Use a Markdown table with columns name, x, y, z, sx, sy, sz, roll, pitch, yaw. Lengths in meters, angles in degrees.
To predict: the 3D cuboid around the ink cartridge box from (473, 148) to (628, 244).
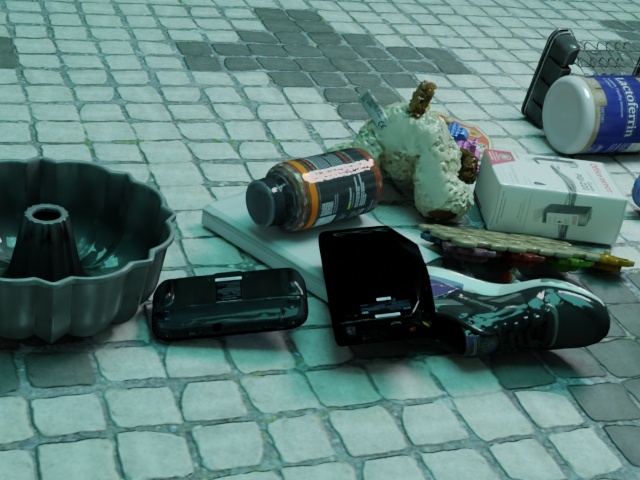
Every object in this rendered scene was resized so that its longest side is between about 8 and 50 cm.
| name | x | y | z | sx | sy | sz | roll | pitch | yaw |
| --- | --- | --- | --- | --- | --- | --- | --- | --- | --- |
| ink cartridge box | 0.381 | -0.074 | 1.750 | 0.218 | 0.092 | 0.158 | 8 | 27 | -6 |

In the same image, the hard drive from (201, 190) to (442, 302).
| name | x | y | z | sx | sy | sz | roll | pitch | yaw |
| --- | --- | --- | --- | --- | --- | --- | --- | --- | --- |
| hard drive | 0.000 | 0.000 | 1.564 | 0.307 | 0.040 | 0.203 | 30 | 35 | 33 |

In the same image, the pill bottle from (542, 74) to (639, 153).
| name | x | y | z | sx | sy | sz | roll | pitch | yaw |
| --- | --- | --- | --- | --- | --- | --- | --- | --- | --- |
| pill bottle | 0.585 | -0.249 | 2.058 | 0.265 | 0.153 | 0.153 | -4 | 32 | -23 |

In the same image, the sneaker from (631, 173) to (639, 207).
| name | x | y | z | sx | sy | sz | roll | pitch | yaw |
| --- | --- | --- | --- | --- | --- | --- | --- | --- | --- |
| sneaker | 0.695 | -0.072 | 1.821 | 0.296 | 0.112 | 0.131 | 2 | 30 | -11 |

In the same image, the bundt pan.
| name | x | y | z | sx | sy | sz | roll | pitch | yaw |
| --- | --- | --- | --- | --- | --- | --- | --- | --- | --- |
| bundt pan | -0.353 | 0.017 | 1.345 | 0.331 | 0.124 | 0.331 | 7 | 30 | -4 |

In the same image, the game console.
| name | x | y | z | sx | sy | sz | roll | pitch | yaw |
| --- | --- | --- | --- | --- | --- | --- | --- | --- | --- |
| game console | -0.038 | 0.064 | 1.362 | 0.361 | 0.044 | 0.213 | -5 | 33 | -2 |

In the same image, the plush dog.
| name | x | y | z | sx | sy | sz | roll | pitch | yaw |
| --- | --- | --- | --- | --- | --- | --- | --- | --- | --- |
| plush dog | 0.153 | -0.157 | 1.768 | 0.262 | 0.210 | 0.225 | 17 | 4 | 10 |

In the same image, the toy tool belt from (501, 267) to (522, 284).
| name | x | y | z | sx | sy | sz | roll | pitch | yaw |
| --- | --- | --- | --- | --- | --- | --- | --- | --- | --- |
| toy tool belt | 0.294 | 0.082 | 1.505 | 0.051 | 0.052 | 0.083 | 31 | 21 | -30 |

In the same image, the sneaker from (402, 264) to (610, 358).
| name | x | y | z | sx | sy | sz | roll | pitch | yaw |
| --- | --- | --- | --- | --- | --- | --- | --- | --- | --- |
| sneaker | 0.232 | 0.118 | 1.374 | 0.283 | 0.107 | 0.124 | 6 | 32 | 13 |

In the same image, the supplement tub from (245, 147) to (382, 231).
| name | x | y | z | sx | sy | sz | roll | pitch | yaw |
| --- | --- | --- | --- | --- | --- | --- | --- | --- | --- |
| supplement tub | -0.011 | -0.073 | 1.538 | 0.198 | 0.106 | 0.106 | -15 | 37 | -37 |

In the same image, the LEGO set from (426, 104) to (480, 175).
| name | x | y | z | sx | sy | sz | roll | pitch | yaw |
| --- | --- | --- | --- | --- | --- | --- | --- | --- | --- |
| LEGO set | 0.194 | -0.203 | 1.904 | 0.227 | 0.093 | 0.087 | 14 | 46 | 9 |

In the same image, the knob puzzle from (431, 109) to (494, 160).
| name | x | y | z | sx | sy | sz | roll | pitch | yaw |
| --- | --- | --- | --- | --- | --- | --- | --- | --- | --- |
| knob puzzle | 0.249 | -0.202 | 2.005 | 0.213 | 0.030 | 0.213 | 7 | 29 | -4 |

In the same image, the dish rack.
| name | x | y | z | sx | sy | sz | roll | pitch | yaw |
| --- | --- | --- | --- | --- | --- | --- | --- | --- | --- |
| dish rack | 0.566 | -0.323 | 2.143 | 0.271 | 0.208 | 0.074 | -3 | 42 | -23 |

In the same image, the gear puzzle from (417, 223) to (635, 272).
| name | x | y | z | sx | sy | sz | roll | pitch | yaw |
| --- | --- | --- | --- | --- | --- | --- | --- | --- | --- |
| gear puzzle | 0.323 | 0.022 | 1.604 | 0.339 | 0.044 | 0.175 | 6 | 8 | -19 |
